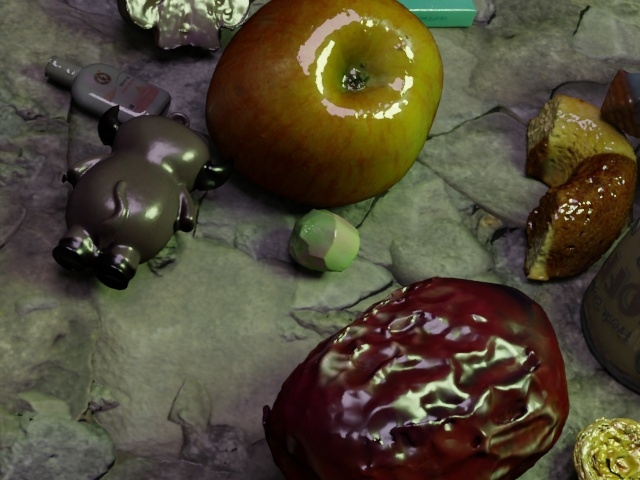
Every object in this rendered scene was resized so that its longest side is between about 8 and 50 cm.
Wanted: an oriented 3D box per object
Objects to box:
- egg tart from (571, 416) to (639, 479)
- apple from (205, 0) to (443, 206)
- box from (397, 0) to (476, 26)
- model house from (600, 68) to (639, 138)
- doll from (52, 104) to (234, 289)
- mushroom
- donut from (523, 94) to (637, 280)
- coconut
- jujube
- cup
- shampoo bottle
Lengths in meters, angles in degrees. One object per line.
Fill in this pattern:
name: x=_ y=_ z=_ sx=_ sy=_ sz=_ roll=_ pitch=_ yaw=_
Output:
egg tart: x=0.350 y=0.269 z=1.874 sx=0.129 sy=0.049 sz=0.128 roll=8 pitch=55 yaw=-12
apple: x=0.011 y=-0.195 z=2.028 sx=0.302 sy=0.301 sz=0.301 roll=7 pitch=50 yaw=-8
box: x=0.125 y=-0.408 z=2.377 sx=0.162 sy=0.041 sz=0.229 roll=-3 pitch=53 yaw=-17
model house: x=0.520 y=-0.191 z=2.018 sx=0.329 sy=0.295 sz=0.251 roll=-12 pitch=54 yaw=9
doll: x=-0.222 y=-0.058 z=1.956 sx=0.182 sy=0.117 sz=0.257 roll=24 pitch=51 yaw=1
mushroom: x=-0.192 y=-0.338 z=2.198 sx=0.188 sy=0.141 sz=0.117 roll=-2 pitch=18 yaw=-21
donut: x=0.354 y=-0.075 z=2.115 sx=0.151 sy=0.112 sz=0.295 roll=10 pitch=51 yaw=-1
coconut: x=0.000 y=0.000 z=1.990 sx=0.081 sy=0.082 sz=0.083 roll=25 pitch=50 yaw=-38
jujube: x=0.114 y=0.179 z=1.757 sx=0.377 sy=0.258 sz=0.258 roll=-31 pitch=64 yaw=-36
cup: x=0.462 y=0.072 z=1.930 sx=0.227 sy=0.257 sz=0.301 roll=2 pitch=53 yaw=-9
shampoo bottle: x=-0.283 y=-0.197 z=2.105 sx=0.165 sy=0.040 sz=0.080 roll=25 pitch=52 yaw=6
